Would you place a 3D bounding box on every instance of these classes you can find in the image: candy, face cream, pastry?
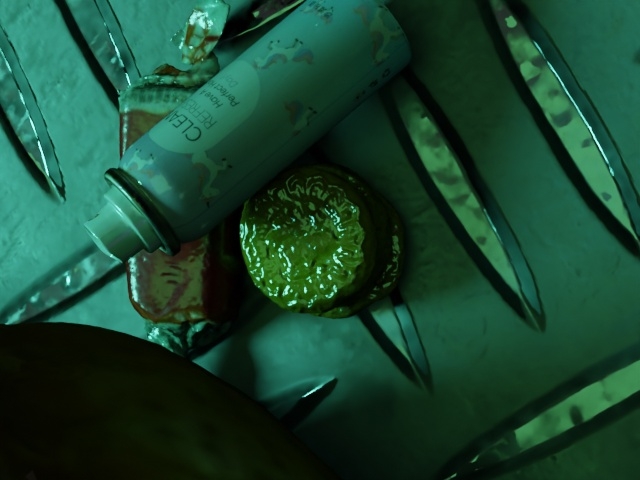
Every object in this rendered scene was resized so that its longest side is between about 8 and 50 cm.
[{"bbox_3d":[-0.092,-0.021,1.197,0.086,0.059,0.292,0,88,21],"label":"candy"},{"bbox_3d":[-0.049,-0.069,1.130,0.229,0.075,0.075,-41,71,-10],"label":"face cream"},{"bbox_3d":[0.000,0.000,1.159,0.109,0.057,0.097,35,101,21],"label":"pastry"}]

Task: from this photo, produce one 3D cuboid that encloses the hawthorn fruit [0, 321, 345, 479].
[{"bbox_3d":[-0.172,0.260,0.991,0.471,0.472,0.472,-1,86,22],"label":"hawthorn fruit"}]
